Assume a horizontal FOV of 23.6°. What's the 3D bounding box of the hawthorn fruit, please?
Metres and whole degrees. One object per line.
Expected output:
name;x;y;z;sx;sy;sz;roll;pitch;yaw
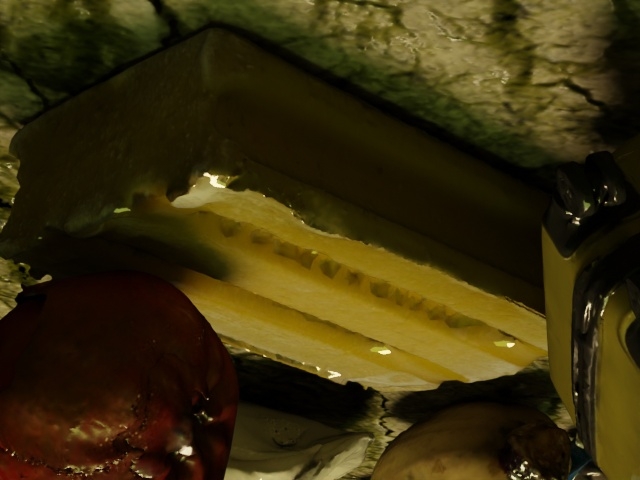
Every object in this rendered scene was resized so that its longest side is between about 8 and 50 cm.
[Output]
hawthorn fruit;-0.128;0.085;0.804;0.172;0.148;0.148;8;163;32

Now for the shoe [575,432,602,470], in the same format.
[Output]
shoe;0.319;0.146;1.146;0.159;0.124;0.316;24;152;-27

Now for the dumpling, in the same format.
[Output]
dumpling;-0.098;0.216;1.348;0.341;0.181;0.260;-44;159;24

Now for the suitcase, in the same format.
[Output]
suitcase;0.209;0.022;0.754;0.194;0.143;0.235;-23;146;-7

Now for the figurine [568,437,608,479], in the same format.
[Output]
figurine;0.270;0.219;1.339;0.149;0.087;0.086;11;164;39

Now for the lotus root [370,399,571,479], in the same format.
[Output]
lotus root;0.127;0.207;1.304;0.154;0.140;0.257;-18;163;-32

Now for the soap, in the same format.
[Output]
soap;0.000;0.000;0.861;0.315;0.091;0.199;21;155;-37
